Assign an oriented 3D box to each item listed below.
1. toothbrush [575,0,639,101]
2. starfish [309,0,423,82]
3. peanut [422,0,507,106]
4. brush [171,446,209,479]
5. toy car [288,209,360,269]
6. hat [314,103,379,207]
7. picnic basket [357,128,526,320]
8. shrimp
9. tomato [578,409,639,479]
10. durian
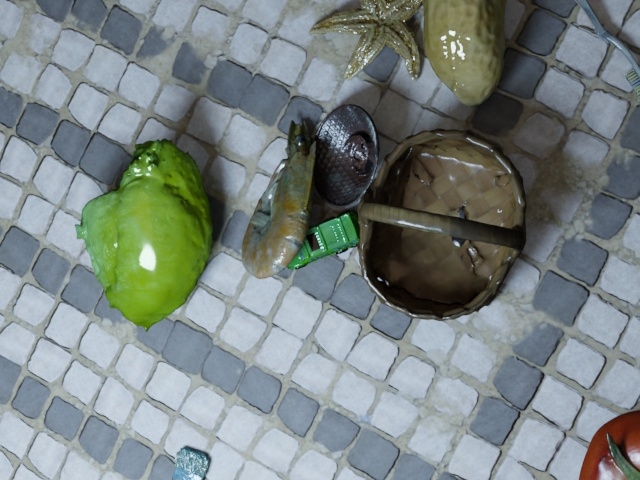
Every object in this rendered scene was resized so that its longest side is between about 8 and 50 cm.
[{"bbox_3d":[0.481,-0.409,1.750,0.037,0.028,0.375,-34,82,18],"label":"toothbrush"},{"bbox_3d":[0.114,-0.400,1.831,0.277,0.062,0.235,-14,91,8],"label":"starfish"},{"bbox_3d":[0.252,-0.411,1.726,0.158,0.174,0.339,3,86,0],"label":"peanut"},{"bbox_3d":[-0.270,0.501,1.904,0.070,0.021,0.196,16,93,15],"label":"brush"},{"bbox_3d":[0.000,0.000,1.833,0.165,0.062,0.071,-22,84,12],"label":"toy car"},{"bbox_3d":[0.070,-0.153,1.818,0.193,0.082,0.193,-5,84,50],"label":"hat"},{"bbox_3d":[0.201,-0.027,1.658,0.293,0.337,0.337,12,91,11],"label":"picnic basket"},{"bbox_3d":[-0.076,-0.078,1.836,0.168,0.077,0.317,-7,63,45],"label":"shrimp"},{"bbox_3d":[0.552,0.407,1.612,0.256,0.224,0.255,-1,88,17],"label":"tomato"},{"bbox_3d":[-0.321,-0.007,1.853,0.256,0.204,0.339,-16,94,26],"label":"durian"}]
